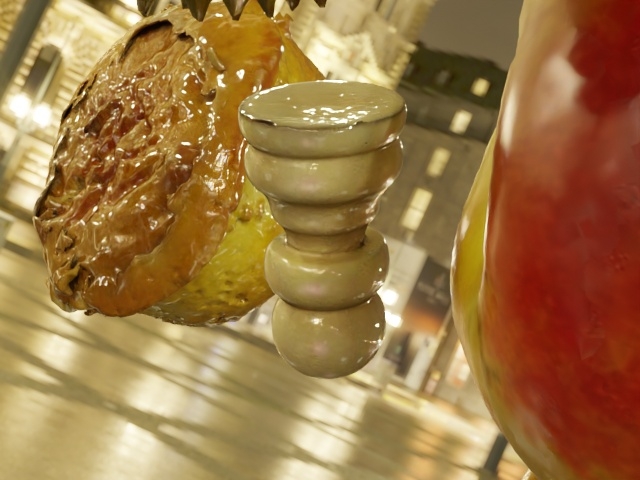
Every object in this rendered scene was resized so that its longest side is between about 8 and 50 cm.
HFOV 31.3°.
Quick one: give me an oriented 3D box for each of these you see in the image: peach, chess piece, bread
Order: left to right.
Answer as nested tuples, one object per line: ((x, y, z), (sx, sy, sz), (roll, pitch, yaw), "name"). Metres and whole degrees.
((-0.137, -0.071, 1.188), (0.204, 0.358, 0.337), (29, -19, -36), "bread")
((0.000, 0.000, 0.658), (0.094, 0.170, 0.094), (1, 24, 0), "chess piece")
((0.254, -0.007, 0.543), (0.388, 0.388, 0.388), (24, -4, 2), "peach")

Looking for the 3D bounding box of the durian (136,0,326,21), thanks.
((0.000, -0.213, 0.429), (0.258, 0.293, 0.258), (35, -19, 14), "durian")

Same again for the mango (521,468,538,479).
((0.208, 0.255, 1.022), (0.085, 0.184, 0.102), (14, -34, 54), "mango")
